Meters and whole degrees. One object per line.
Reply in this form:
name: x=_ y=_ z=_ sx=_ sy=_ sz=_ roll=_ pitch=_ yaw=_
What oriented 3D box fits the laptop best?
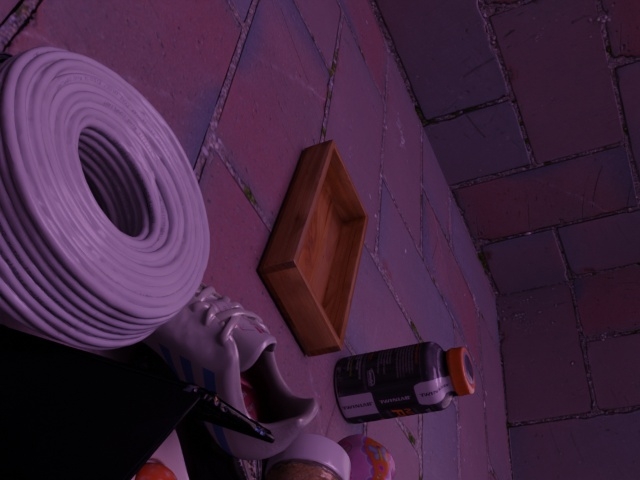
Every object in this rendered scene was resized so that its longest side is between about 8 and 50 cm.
laptop: x=-0.199 y=0.158 z=0.589 sx=0.264 sy=0.234 sz=0.137 roll=60 pitch=47 yaw=-60

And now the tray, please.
tray: x=0.000 y=0.000 z=1.395 sx=0.411 sy=0.076 sz=0.203 roll=-75 pitch=144 yaw=-53

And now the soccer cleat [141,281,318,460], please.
soccer cleat: x=-0.127 y=0.089 z=0.803 sx=0.331 sy=0.143 sz=0.116 roll=52 pitch=38 yaw=-5

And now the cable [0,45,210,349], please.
cable: x=-0.194 y=-0.035 z=0.626 sx=0.257 sy=0.089 sz=0.257 roll=49 pitch=25 yaw=-45

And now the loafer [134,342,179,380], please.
loafer: x=-0.146 y=0.136 z=0.923 sx=0.223 sy=0.078 sz=0.076 roll=-8 pitch=83 yaw=-67

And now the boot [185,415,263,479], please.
boot: x=-0.092 y=0.295 z=0.957 sx=0.178 sy=0.085 sz=0.236 roll=14 pitch=65 yaw=-70

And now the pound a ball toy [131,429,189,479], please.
pound a ball toy: x=-0.198 y=0.278 z=0.627 sx=0.319 sy=0.135 sz=0.208 roll=-14 pitch=90 yaw=-69

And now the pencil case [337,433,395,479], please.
pencil case: x=0.039 y=0.433 z=1.157 sx=0.284 sy=0.124 sz=0.124 roll=-58 pitch=130 yaw=-62

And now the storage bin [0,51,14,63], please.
storage bin: x=-0.290 y=-0.064 z=0.686 sx=0.180 sy=0.084 sz=0.122 roll=59 pitch=27 yaw=-34

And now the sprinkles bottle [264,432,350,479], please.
sprinkles bottle: x=-0.043 y=0.421 z=0.945 sx=0.355 sy=0.121 sz=0.121 roll=-74 pitch=143 yaw=-52

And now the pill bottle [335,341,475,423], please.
pill bottle: x=0.162 y=0.263 z=1.389 sx=0.130 sy=0.245 sz=0.130 roll=-15 pitch=90 yaw=-69
